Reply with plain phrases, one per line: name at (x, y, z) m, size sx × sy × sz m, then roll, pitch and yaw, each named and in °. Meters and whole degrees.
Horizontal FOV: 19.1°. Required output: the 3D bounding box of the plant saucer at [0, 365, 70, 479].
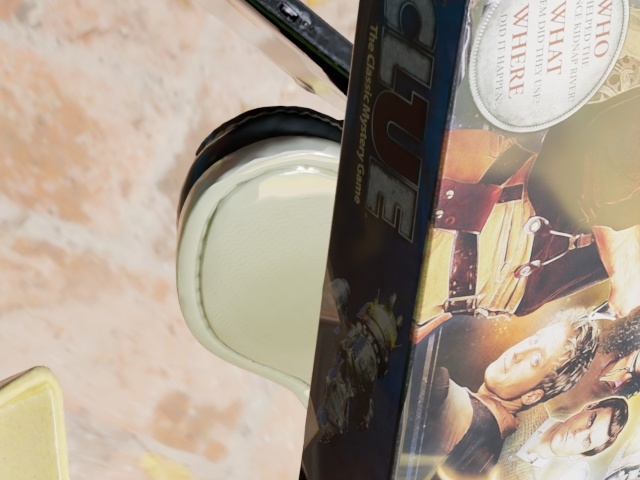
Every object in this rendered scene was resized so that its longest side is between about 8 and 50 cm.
plant saucer at (-0.250, 0.263, 0.968) m, size 0.081 × 0.333 × 0.332 m, roll 11°, pitch 114°, yaw 29°

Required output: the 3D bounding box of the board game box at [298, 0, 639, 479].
board game box at (0.077, 0.019, 0.513) m, size 0.165 × 0.243 × 0.042 m, roll -14°, pitch 36°, yaw -31°

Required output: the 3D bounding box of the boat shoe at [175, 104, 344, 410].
boat shoe at (0.004, -0.001, 0.957) m, size 0.127 × 0.340 × 0.113 m, roll -23°, pitch 63°, yaw 12°

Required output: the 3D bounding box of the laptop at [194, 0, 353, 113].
laptop at (-0.038, -0.247, 0.877) m, size 0.408 × 0.382 × 0.236 m, roll 37°, pitch 92°, yaw -20°
